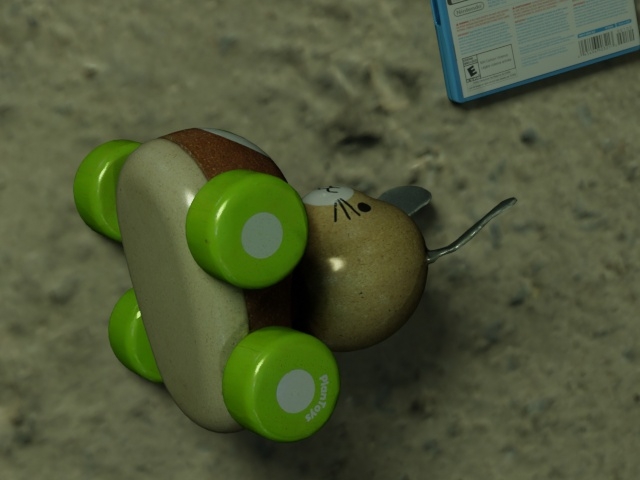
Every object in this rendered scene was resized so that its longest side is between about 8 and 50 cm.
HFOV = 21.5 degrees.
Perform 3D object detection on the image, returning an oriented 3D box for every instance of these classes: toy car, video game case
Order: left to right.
[{"bbox_3d":[0.000,0.000,0.836,0.188,0.155,0.149,-20,109,-27],"label":"toy car"},{"bbox_3d":[0.109,-0.169,0.911,0.119,0.015,0.166,-17,108,-17],"label":"video game case"}]
